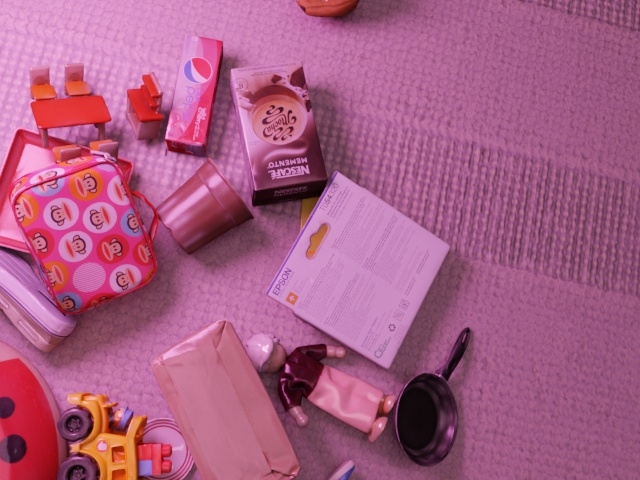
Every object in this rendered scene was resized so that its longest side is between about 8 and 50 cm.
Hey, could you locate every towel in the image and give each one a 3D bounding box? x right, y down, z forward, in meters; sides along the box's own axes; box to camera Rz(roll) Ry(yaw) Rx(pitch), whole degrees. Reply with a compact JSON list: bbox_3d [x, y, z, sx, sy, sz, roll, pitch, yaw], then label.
[{"bbox_3d":[0.000,0.000,1.571,0.102,0.021,0.237,6,77,-12],"label":"towel"}]

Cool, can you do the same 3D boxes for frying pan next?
[{"bbox_3d":[0.237,0.328,1.497,0.197,0.053,0.326,23,67,-34],"label":"frying pan"}]

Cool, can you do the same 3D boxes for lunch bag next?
[{"bbox_3d":[-0.456,-0.022,1.366,0.258,0.120,0.293,-23,116,-22],"label":"lunch bag"}]

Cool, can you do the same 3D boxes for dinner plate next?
[{"bbox_3d":[-0.335,0.446,1.429,0.141,0.017,0.141,2,79,-8],"label":"dinner plate"}]

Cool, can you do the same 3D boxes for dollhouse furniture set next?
[{"bbox_3d":[-0.479,-0.280,1.454,0.259,0.135,0.262,-13,58,-29],"label":"dollhouse furniture set"}]

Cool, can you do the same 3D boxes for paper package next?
[{"bbox_3d":[-0.188,0.327,1.317,0.168,0.325,0.310,-25,84,-12],"label":"paper package"}]

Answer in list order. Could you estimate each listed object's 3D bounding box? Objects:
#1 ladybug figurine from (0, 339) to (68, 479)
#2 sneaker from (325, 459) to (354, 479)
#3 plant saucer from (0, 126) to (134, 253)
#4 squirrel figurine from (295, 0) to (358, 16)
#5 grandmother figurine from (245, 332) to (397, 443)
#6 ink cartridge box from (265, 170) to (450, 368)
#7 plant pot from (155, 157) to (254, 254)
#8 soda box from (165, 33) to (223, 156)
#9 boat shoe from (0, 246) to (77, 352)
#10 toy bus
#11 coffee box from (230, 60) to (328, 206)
[{"bbox_3d":[-0.666,0.393,1.315,0.305,0.162,0.450,-26,84,-13],"label":"ladybug figurine"},{"bbox_3d":[0.038,0.547,1.441,0.084,0.058,0.152,43,80,8],"label":"sneaker"},{"bbox_3d":[-0.567,-0.086,1.472,0.259,0.047,0.259,17,76,-15],"label":"plant saucer"},{"bbox_3d":[0.023,-0.737,1.602,0.397,0.281,0.371,-34,92,-11],"label":"squirrel figurine"},{"bbox_3d":[-0.014,0.310,1.467,0.342,0.104,0.208,30,43,2],"label":"grandmother figurine"},{"bbox_3d":[0.086,0.067,1.521,0.330,0.071,0.324,33,76,-10],"label":"ink cartridge box"},{"bbox_3d":[-0.259,-0.065,1.478,0.165,0.167,0.167,-38,86,-6],"label":"plant pot"},{"bbox_3d":[-0.289,-0.333,1.561,0.092,0.083,0.264,9,77,-7],"label":"soda box"},{"bbox_3d":[-0.639,0.107,1.405,0.302,0.109,0.094,42,98,11],"label":"boat shoe"},{"bbox_3d":[-0.402,0.408,1.351,0.211,0.149,0.220,-5,78,-5],"label":"toy bus"},{"bbox_3d":[-0.098,-0.242,1.543,0.168,0.119,0.297,-10,76,-11],"label":"coffee box"}]
